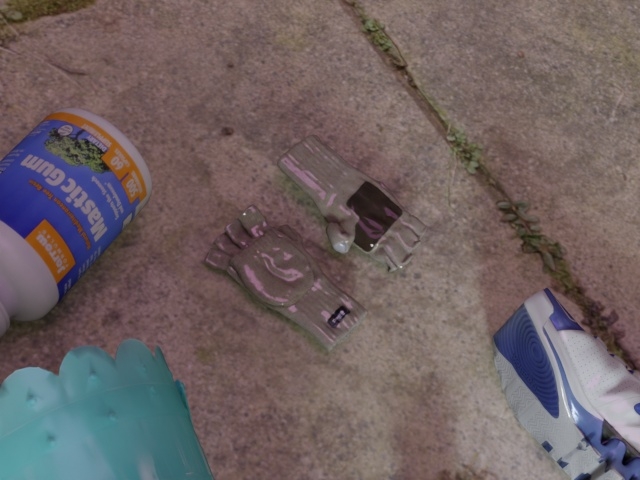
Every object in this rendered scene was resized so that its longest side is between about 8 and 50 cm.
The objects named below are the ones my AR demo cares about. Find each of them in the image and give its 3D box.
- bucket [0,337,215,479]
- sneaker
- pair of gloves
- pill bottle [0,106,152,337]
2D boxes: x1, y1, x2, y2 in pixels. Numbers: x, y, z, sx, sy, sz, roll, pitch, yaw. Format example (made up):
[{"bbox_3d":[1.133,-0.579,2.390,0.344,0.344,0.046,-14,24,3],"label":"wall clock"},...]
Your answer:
[{"bbox_3d":[-0.228,0.242,1.116,0.281,0.281,0.183,-22,67,-25],"label":"bucket"},{"bbox_3d":[0.346,0.194,1.383,0.182,0.127,0.315,-22,73,-29],"label":"sneaker"},{"bbox_3d":[0.000,0.000,1.456,0.204,0.042,0.240,36,59,5],"label":"pair of gloves"},{"bbox_3d":[-0.320,-0.008,1.314,0.152,0.152,0.272,32,56,7],"label":"pill bottle"}]
